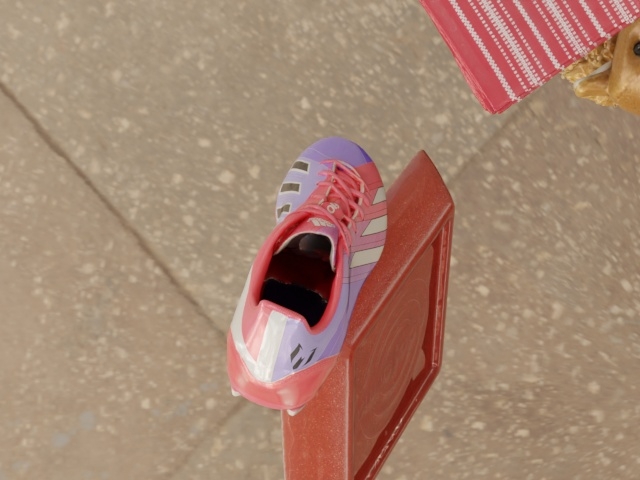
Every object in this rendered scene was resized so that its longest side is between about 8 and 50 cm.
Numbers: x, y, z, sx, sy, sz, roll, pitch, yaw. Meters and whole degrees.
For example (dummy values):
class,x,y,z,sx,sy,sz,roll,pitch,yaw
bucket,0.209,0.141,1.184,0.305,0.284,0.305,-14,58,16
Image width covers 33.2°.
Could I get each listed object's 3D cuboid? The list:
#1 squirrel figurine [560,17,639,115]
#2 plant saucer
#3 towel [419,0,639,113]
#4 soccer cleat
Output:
class,x,y,z,sx,sy,sz,roll,pitch,yaw
squirrel figurine,0.465,-0.294,1.393,0.281,0.397,0.371,19,73,1
plant saucer,0.049,0.096,0.906,0.047,0.258,0.259,18,133,21
towel,0.257,-0.295,1.225,0.275,0.031,0.199,-34,77,16
soccer cleat,0.000,0.000,0.696,0.083,0.248,0.095,19,134,2
